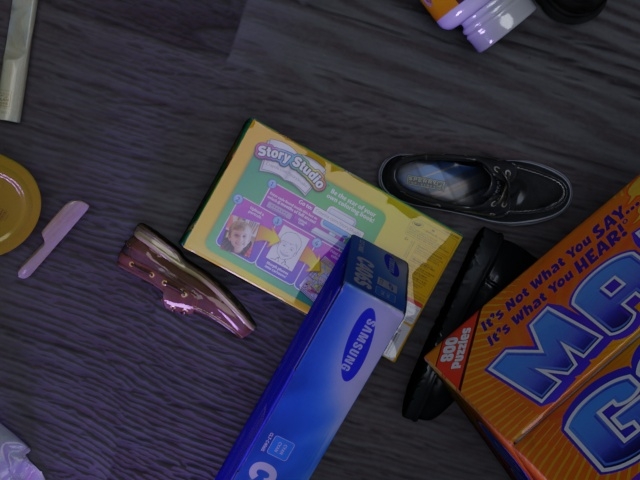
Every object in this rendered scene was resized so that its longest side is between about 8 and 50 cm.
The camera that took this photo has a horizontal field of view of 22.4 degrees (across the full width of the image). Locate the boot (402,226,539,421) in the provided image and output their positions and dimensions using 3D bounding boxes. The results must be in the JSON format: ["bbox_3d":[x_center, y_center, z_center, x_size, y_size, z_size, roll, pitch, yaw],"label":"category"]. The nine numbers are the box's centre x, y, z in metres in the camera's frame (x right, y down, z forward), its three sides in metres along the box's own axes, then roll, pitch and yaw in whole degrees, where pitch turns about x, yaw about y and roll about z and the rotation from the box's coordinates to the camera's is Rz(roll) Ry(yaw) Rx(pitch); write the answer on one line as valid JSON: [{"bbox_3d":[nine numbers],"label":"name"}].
[{"bbox_3d":[0.229,0.130,1.842,0.207,0.094,0.246,26,81,-1],"label":"boot"}]

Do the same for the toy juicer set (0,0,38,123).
[{"bbox_3d":[-0.448,-0.182,1.776,0.329,0.089,0.209,-13,91,-6],"label":"toy juicer set"}]

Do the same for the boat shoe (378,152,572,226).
[{"bbox_3d":[0.182,-0.064,1.847,0.228,0.076,0.080,10,89,-6],"label":"boat shoe"}]

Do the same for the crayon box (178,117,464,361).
[{"bbox_3d":[0.000,0.000,1.826,0.278,0.081,0.165,29,87,-5],"label":"crayon box"}]

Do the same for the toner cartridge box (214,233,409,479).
[{"bbox_3d":[-0.020,0.176,1.729,0.075,0.165,0.348,27,108,-6],"label":"toner cartridge box"}]

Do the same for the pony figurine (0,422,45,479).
[{"bbox_3d":[-0.476,0.254,1.679,0.303,0.363,0.351,-41,110,-12],"label":"pony figurine"}]

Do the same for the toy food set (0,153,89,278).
[{"bbox_3d":[-0.383,-0.052,1.783,0.218,0.071,0.128,28,105,-32],"label":"toy food set"}]

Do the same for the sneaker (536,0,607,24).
[{"bbox_3d":[0.241,-0.378,1.828,0.109,0.130,0.286,-41,93,-2],"label":"sneaker"}]

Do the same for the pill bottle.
[{"bbox_3d":[0.147,-0.322,1.823,0.117,0.117,0.215,-39,94,-5],"label":"pill bottle"}]

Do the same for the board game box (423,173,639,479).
[{"bbox_3d":[0.398,0.197,1.664,0.356,0.356,0.356,-40,128,-5],"label":"board game box"}]

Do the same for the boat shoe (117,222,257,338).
[{"bbox_3d":[-0.152,0.056,1.823,0.178,0.064,0.060,39,91,2],"label":"boat shoe"}]
